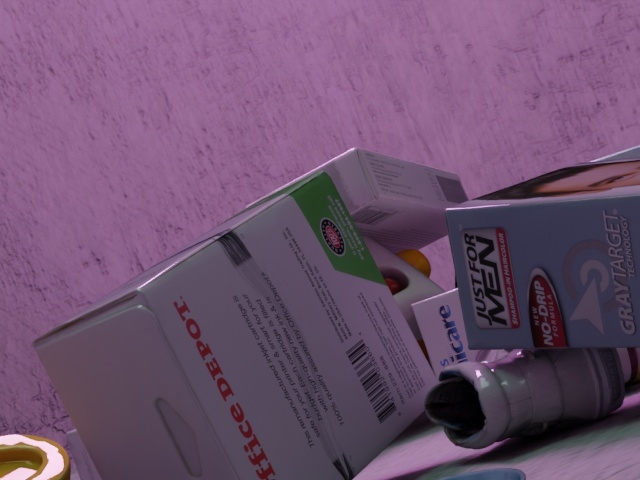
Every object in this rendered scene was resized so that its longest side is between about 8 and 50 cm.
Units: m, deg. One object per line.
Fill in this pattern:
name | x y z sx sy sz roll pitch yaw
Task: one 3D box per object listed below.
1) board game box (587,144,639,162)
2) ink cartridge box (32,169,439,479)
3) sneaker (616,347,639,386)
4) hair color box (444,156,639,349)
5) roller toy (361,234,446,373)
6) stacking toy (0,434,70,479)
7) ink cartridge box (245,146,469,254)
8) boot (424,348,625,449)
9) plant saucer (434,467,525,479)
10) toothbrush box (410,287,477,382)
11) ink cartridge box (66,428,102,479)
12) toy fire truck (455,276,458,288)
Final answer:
board game box | 0.406 -0.075 1.967 0.318 0.066 0.318 -19 -7 26
ink cartridge box | -0.056 0.098 1.453 0.121 0.211 0.289 -24 5 33
sneaker | 0.244 0.097 1.632 0.084 0.070 0.185 -12 5 3
hair color box | 0.294 0.000 1.356 0.374 0.114 0.185 -5 9 43
roller toy | 0.032 0.096 1.961 0.209 0.146 0.191 -57 -30 6
stacking toy | -0.255 0.271 1.274 0.309 0.130 0.279 -22 26 -32
ink cartridge box | 0.000 0.000 2.069 0.261 0.066 0.296 -29 -15 20
boot | 0.136 0.110 1.515 0.123 0.095 0.258 -13 -2 -13
plant saucer | -0.040 0.189 0.960 0.317 0.044 0.317 -20 -1 0
toothbrush box | 0.261 0.061 1.852 0.283 0.122 0.206 -20 -3 22
ink cartridge box | -0.115 0.190 1.618 0.128 0.127 0.176 -20 -3 -28
toy fire truck | 0.291 0.063 2.119 0.246 0.159 0.217 1 -3 -19
